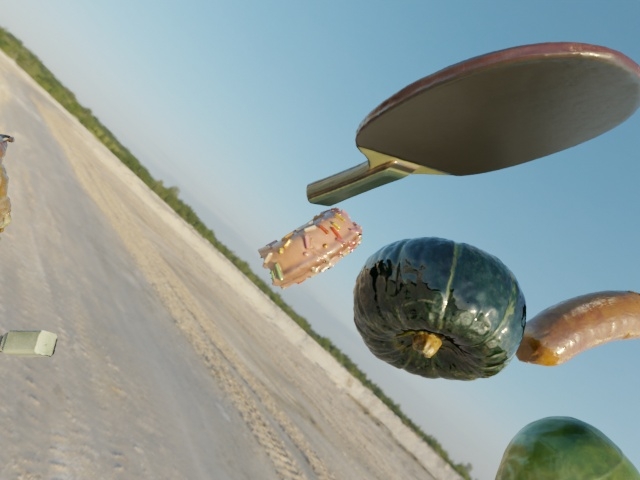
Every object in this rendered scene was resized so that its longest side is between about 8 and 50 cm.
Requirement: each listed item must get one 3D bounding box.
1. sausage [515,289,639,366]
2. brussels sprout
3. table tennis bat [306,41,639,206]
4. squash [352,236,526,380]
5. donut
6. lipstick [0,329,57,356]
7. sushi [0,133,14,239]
[{"bbox_3d":[0.473,0.157,0.883,0.109,0.271,0.108,165,-90,-75],"label":"sausage"},{"bbox_3d":[0.408,0.421,0.816,0.244,0.244,0.244,42,-9,8],"label":"brussels sprout"},{"bbox_3d":[0.093,-0.073,0.400,0.174,0.022,0.301,9,-15,-37],"label":"table tennis bat"},{"bbox_3d":[0.172,0.103,0.723,0.253,0.165,0.252,12,-30,7],"label":"squash"},{"bbox_3d":[0.000,0.000,0.651,0.065,0.117,0.166,61,28,-7],"label":"donut"},{"bbox_3d":[-0.334,0.109,0.518,0.107,0.025,0.025,-3,-24,15],"label":"lipstick"},{"bbox_3d":[-0.393,-0.030,0.468,0.297,0.179,0.167,10,12,34],"label":"sushi"}]
